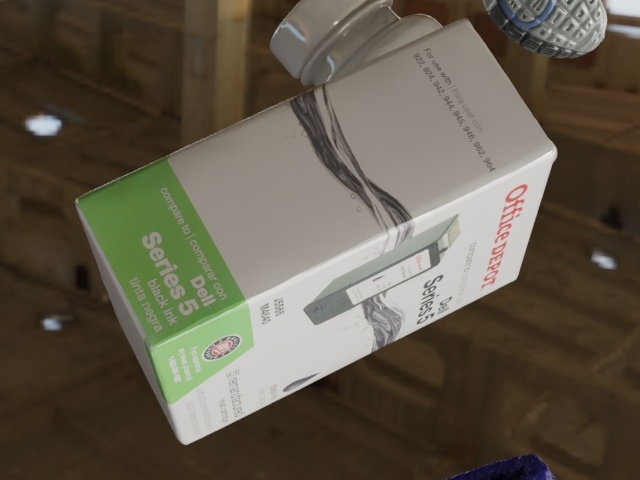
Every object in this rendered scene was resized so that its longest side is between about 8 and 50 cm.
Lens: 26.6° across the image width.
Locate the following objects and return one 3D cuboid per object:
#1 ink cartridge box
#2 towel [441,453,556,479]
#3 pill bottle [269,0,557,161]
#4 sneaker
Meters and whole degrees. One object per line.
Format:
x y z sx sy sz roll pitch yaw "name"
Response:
0.000 0.000 0.879 0.273 0.198 0.114 -26 -112 -11 "ink cartridge box"
0.178 0.345 1.448 0.228 0.308 0.076 -24 -136 9 "towel"
0.071 -0.110 1.107 0.229 0.131 0.131 47 -146 6 "pill bottle"
0.189 -0.314 1.406 0.297 0.111 0.129 45 -148 -4 "sneaker"
